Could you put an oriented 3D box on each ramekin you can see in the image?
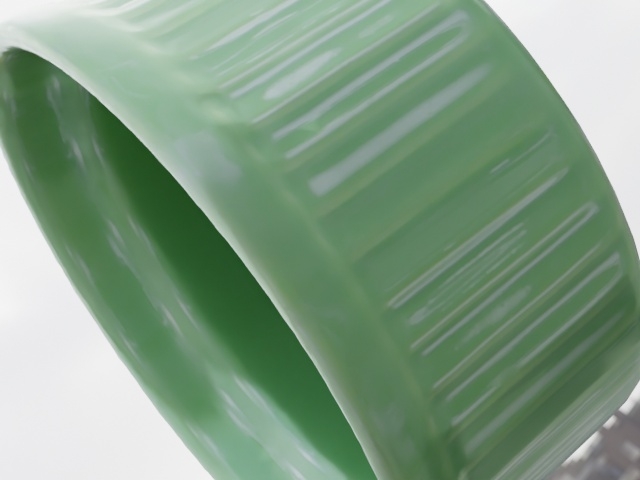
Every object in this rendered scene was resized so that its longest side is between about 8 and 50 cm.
[{"bbox_3d":[0.000,0.000,0.801,0.148,0.303,0.303,-36,-27,-18],"label":"ramekin"}]
